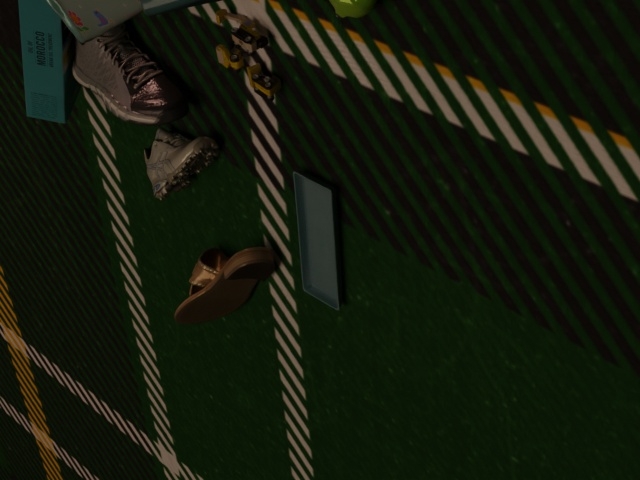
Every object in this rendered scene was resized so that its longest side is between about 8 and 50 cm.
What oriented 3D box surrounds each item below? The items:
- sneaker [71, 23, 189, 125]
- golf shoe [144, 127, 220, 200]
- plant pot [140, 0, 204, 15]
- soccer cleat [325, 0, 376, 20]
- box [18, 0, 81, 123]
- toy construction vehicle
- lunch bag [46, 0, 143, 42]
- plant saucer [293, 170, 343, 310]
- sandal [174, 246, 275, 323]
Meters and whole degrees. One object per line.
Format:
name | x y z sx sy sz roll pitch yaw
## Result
sneaker | -0.264 -0.245 1.578 0.228 0.086 0.132 30 137 36
golf shoe | -0.200 -0.118 1.621 0.176 0.069 0.086 -30 87 56
plant pot | -0.046 -0.322 1.114 0.234 0.165 0.165 -7 103 26
soccer cleat | -0.003 -0.304 1.219 0.179 0.060 0.072 46 133 10
box | -0.371 -0.288 1.654 0.060 0.100 0.244 11 138 0
toy construction vehicle | -0.085 -0.223 1.414 0.098 0.035 0.086 36 153 33
lunch bag | -0.273 -0.384 1.369 0.223 0.160 0.262 -9 125 54
plant saucer | 0.000 0.000 1.503 0.067 0.018 0.192 29 137 36
sandal | -0.137 0.042 1.688 0.240 0.088 0.079 -39 54 50
